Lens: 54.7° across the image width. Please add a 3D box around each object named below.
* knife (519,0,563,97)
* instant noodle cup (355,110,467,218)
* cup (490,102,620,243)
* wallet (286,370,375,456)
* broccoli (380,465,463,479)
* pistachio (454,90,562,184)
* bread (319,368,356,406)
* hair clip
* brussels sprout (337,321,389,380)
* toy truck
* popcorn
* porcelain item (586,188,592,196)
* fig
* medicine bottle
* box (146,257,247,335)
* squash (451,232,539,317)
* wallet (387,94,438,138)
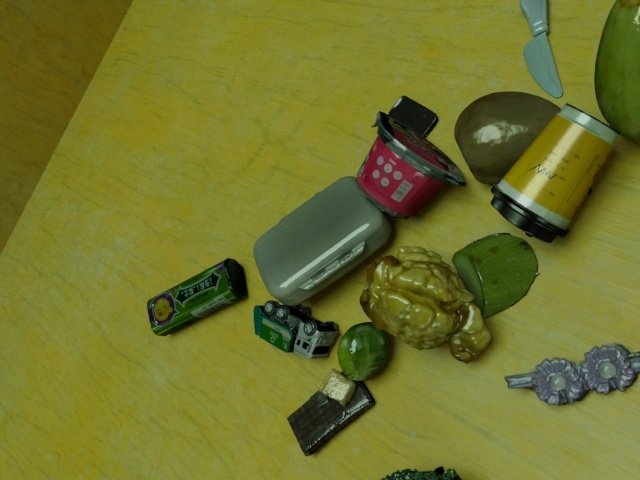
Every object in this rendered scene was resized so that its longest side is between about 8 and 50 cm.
[{"bbox_3d":[0.562,-0.506,1.594,0.080,0.044,0.331,-13,69,31],"label":"knife"},{"bbox_3d":[0.206,-0.173,1.593,0.181,0.258,0.302,-54,51,23],"label":"instant noodle cup"},{"bbox_3d":[0.512,-0.147,1.355,0.196,0.196,0.279,44,113,38],"label":"cup"},{"bbox_3d":[0.024,0.438,1.589,0.230,0.042,0.124,-42,51,11],"label":"wallet"},{"bbox_3d":[0.181,0.618,1.274,0.317,0.277,0.338,28,98,19],"label":"broccoli"},{"bbox_3d":[0.458,-0.260,1.489,0.260,0.163,0.212,-19,95,26],"label":"pistachio"},{"bbox_3d":[0.045,0.370,1.562,0.083,0.035,0.070,23,78,32],"label":"bread"},{"bbox_3d":[0.534,0.280,1.281,0.292,0.084,0.106,-18,80,24],"label":"hair clip"},{"bbox_3d":[0.109,0.275,1.533,0.117,0.155,0.155,4,75,35],"label":"brussels sprout"},{"bbox_3d":[-0.077,0.239,1.701,0.253,0.114,0.124,24,100,39],"label":"toy truck"},{"bbox_3d":[0.239,0.145,1.425,0.332,0.265,0.225,39,91,20],"label":"popcorn"},{"bbox_3d":[0.570,-0.145,1.450,0.136,0.021,0.075,10,78,37],"label":"porcelain item"},{"bbox_3d":[0.695,-0.372,1.269,0.258,0.326,0.258,-19,33,12],"label":"fig"},{"bbox_3d":[0.000,0.000,1.693,0.375,0.123,0.282,-36,45,8],"label":"medicine bottle"},{"bbox_3d":[-0.389,0.182,1.951,0.345,0.097,0.134,-28,67,24],"label":"box"},{"bbox_3d":[0.403,0.058,1.447,0.184,0.085,0.192,-35,57,20],"label":"squash"},{"bbox_3d":[0.262,-0.351,1.751,0.082,0.018,0.157,-54,51,6],"label":"wallet"}]
